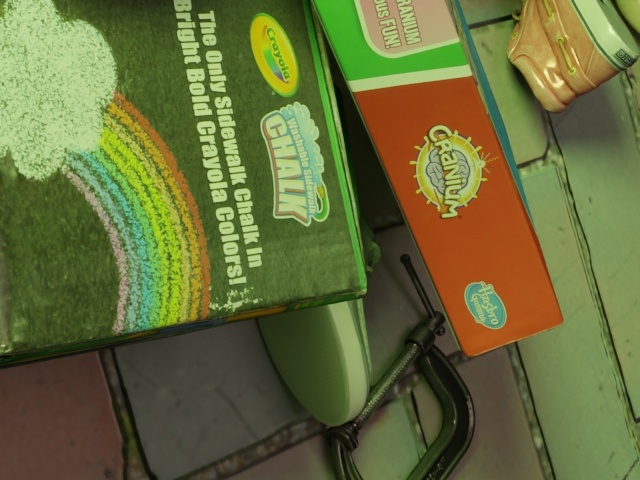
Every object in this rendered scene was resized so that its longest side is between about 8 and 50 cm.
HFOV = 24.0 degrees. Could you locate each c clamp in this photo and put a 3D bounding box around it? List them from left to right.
[{"bbox_3d":[0.051,0.113,1.015,0.137,0.022,0.161,55,51,-25],"label":"c clamp"}]

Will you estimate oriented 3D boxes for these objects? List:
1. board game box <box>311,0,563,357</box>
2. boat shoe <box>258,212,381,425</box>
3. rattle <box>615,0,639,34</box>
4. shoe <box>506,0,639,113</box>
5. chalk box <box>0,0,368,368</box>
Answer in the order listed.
[{"bbox_3d":[0.051,-0.126,0.894,0.242,0.064,0.317,-95,163,-57],"label":"board game box"},{"bbox_3d":[-0.001,0.000,0.950,0.081,0.079,0.228,-17,90,-37],"label":"boat shoe"},{"bbox_3d":[0.338,-0.206,1.246,0.199,0.130,0.143,32,19,2],"label":"rattle"},{"bbox_3d":[0.170,-0.181,1.144,0.063,0.081,0.178,23,37,-48],"label":"shoe"},{"bbox_3d":[-0.102,-0.033,0.808,0.289,0.179,0.180,-7,85,-42],"label":"chalk box"}]
